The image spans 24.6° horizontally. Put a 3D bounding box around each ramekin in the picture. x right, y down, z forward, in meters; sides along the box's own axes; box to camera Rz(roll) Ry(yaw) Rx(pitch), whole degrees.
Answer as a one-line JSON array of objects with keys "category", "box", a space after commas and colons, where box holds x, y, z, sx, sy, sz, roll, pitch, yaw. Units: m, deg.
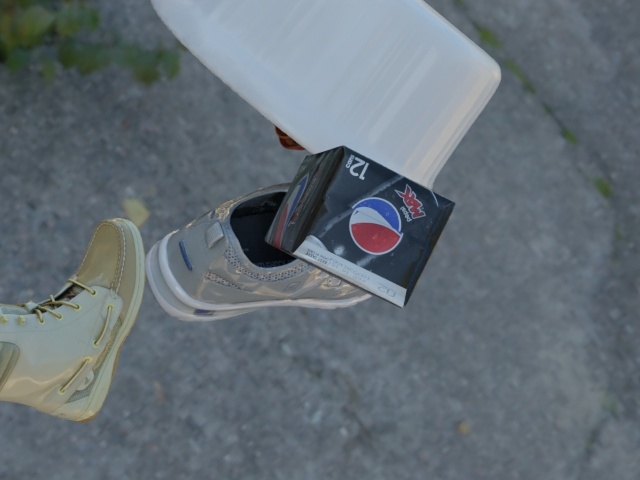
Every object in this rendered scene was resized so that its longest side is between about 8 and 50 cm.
[{"category": "ramekin", "box": [0.013, -0.160, 1.177, 0.277, 0.135, 0.277, 38, 11, -9]}]

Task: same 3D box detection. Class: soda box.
[{"category": "soda box", "box": [0.014, -0.008, 0.706, 0.060, 0.053, 0.169, 26, -2, -6]}]

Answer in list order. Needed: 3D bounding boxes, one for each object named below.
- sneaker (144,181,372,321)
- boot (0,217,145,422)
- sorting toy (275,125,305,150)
[{"category": "sneaker", "box": [0.000, 0.000, 1.204, 0.281, 0.115, 0.105, -18, 78, -39]}, {"category": "boot", "box": [-0.330, 0.082, 1.781, 0.203, 0.095, 0.262, 18, 89, -46]}, {"category": "sorting toy", "box": [-0.009, -0.122, 1.167, 0.042, 0.061, 0.102, 34, 68, -38]}]
